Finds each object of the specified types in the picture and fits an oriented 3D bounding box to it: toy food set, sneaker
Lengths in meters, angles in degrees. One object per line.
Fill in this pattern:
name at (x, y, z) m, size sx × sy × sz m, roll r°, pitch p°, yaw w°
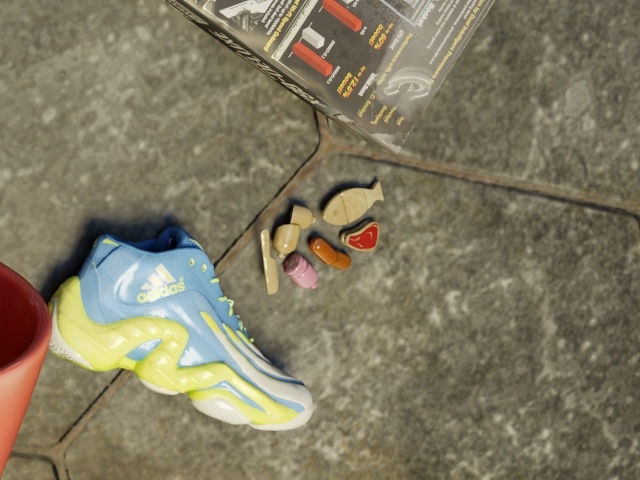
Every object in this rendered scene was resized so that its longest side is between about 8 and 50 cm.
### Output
toy food set at (0.000, 0.000, 1.491) m, size 0.122 × 0.019 × 0.078 m, roll -18°, pitch 112°, yaw -31°
sneaker at (-0.092, 0.065, 1.418) m, size 0.240 × 0.091 × 0.126 m, roll 21°, pitch 93°, yaw -30°

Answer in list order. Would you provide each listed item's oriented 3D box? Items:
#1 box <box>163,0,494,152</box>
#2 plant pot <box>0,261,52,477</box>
box at (0.041, -0.260, 1.403) m, size 0.242 × 0.076 × 0.307 m, roll 33°, pitch 88°, yaw -31°
plant pot at (-0.336, 0.143, 1.230) m, size 0.275 × 0.275 × 0.243 m, roll 3°, pitch 114°, yaw -28°
